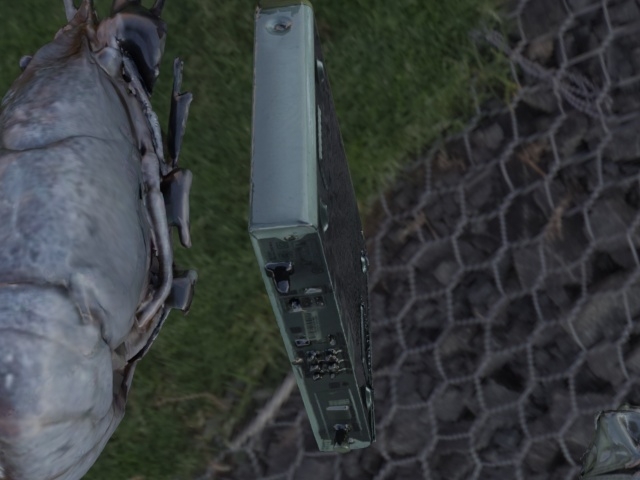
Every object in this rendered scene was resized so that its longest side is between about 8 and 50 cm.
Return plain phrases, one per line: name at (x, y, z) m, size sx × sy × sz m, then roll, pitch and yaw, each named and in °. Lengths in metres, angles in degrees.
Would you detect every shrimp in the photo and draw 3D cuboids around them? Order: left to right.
shrimp at (-0.122, -0.029, 0.706) m, size 0.116 × 0.145 × 0.343 m, roll -7°, pitch 56°, yaw 18°

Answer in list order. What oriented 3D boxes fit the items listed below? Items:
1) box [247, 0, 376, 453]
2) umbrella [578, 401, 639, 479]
box at (0.000, 0.000, 0.887) m, size 0.045 × 0.270 × 0.211 m, roll -6°, pitch 52°, yaw 7°
umbrella at (0.108, 0.247, 0.649) m, size 0.106 × 0.113 × 0.358 m, roll 28°, pitch 85°, yaw 7°
